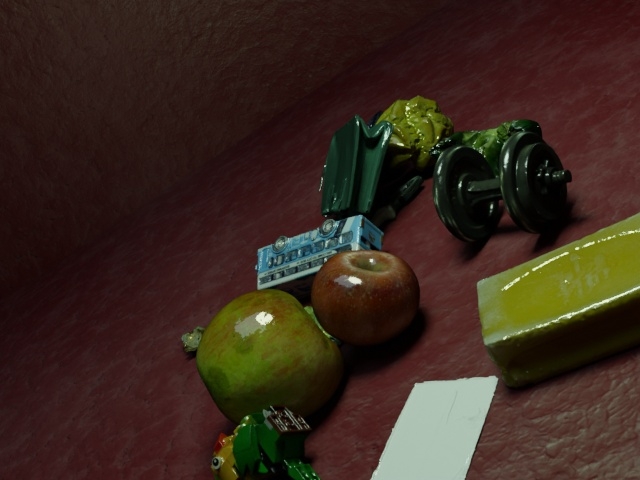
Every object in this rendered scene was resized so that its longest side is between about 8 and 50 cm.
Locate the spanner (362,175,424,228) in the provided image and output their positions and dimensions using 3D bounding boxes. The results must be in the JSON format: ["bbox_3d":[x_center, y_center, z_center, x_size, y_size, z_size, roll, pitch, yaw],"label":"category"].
[{"bbox_3d":[0.126,-0.050,1.769,0.325,0.040,0.095,-40,23,-12],"label":"spanner"}]

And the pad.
[{"bbox_3d":[0.162,0.284,1.061,0.156,0.004,0.232,-16,28,39],"label":"pad"}]

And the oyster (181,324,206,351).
[{"bbox_3d":[-0.295,0.236,1.773,0.086,0.029,0.132,-26,19,3],"label":"oyster"}]

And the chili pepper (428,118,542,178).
[{"bbox_3d":[0.390,-0.197,1.640,0.148,0.116,0.264,-33,19,-32],"label":"chili pepper"}]

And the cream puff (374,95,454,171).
[{"bbox_3d":[0.239,-0.260,1.842,0.220,0.195,0.194,-11,17,-14],"label":"cream puff"}]

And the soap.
[{"bbox_3d":[0.388,0.078,1.066,0.314,0.091,0.199,-25,22,20],"label":"soap"}]

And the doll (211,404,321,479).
[{"bbox_3d":[-0.094,0.343,1.166,0.186,0.134,0.106,-28,-23,29],"label":"doll"}]

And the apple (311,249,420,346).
[{"bbox_3d":[0.081,0.108,1.330,0.201,0.162,0.201,2,24,-1],"label":"apple"}]

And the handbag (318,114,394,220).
[{"bbox_3d":[0.072,-0.170,1.794,0.326,0.089,0.239,180,102,-78],"label":"handbag"}]

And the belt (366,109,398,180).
[{"bbox_3d":[0.172,-0.262,2.045,0.140,0.126,0.230,-54,9,32],"label":"belt"}]

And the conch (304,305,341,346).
[{"bbox_3d":[0.002,0.164,1.443,0.121,0.074,0.089,29,86,42],"label":"conch"}]

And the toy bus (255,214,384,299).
[{"bbox_3d":[-0.006,0.044,1.637,0.297,0.106,0.131,-20,51,33],"label":"toy bus"}]

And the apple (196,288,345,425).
[{"bbox_3d":[-0.094,0.215,1.299,0.226,0.246,0.246,-40,22,-9],"label":"apple"}]

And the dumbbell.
[{"bbox_3d":[0.332,-0.098,1.376,0.290,0.192,0.192,-9,32,47],"label":"dumbbell"}]
